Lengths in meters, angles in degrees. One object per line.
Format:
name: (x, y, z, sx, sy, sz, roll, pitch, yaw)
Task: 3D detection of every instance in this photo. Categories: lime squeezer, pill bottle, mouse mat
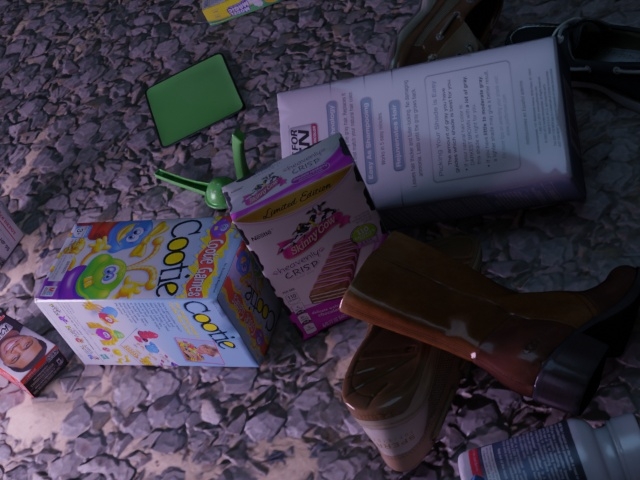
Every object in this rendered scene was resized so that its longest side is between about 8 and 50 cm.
lime squeezer: (-0.149, -0.084, 1.702, 0.310, 0.110, 0.059, -13, 52, 62)
pill bottle: (0.238, 0.237, 1.171, 0.180, 0.108, 0.108, -20, 43, 9)
mouse mat: (-0.211, -0.233, 1.943, 0.152, 0.007, 0.190, -26, 41, 2)

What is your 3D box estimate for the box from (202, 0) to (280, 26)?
box: (-0.121, -0.451, 2.085, 0.179, 0.043, 0.105, -19, 42, 13)

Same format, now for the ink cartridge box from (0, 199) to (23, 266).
ink cartridge box: (-0.531, -0.006, 1.812, 0.060, 0.104, 0.180, 6, 52, 32)

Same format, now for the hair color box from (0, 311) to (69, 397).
hair color box: (-0.423, 0.158, 1.641, 0.141, 0.043, 0.072, 22, 60, 39)

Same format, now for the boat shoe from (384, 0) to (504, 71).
boat shoe: (0.180, -0.269, 1.694, 0.116, 0.123, 0.324, 10, 60, 25)

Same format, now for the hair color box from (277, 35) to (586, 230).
hair color box: (0.139, -0.124, 1.521, 0.374, 0.113, 0.185, -9, 75, 19)

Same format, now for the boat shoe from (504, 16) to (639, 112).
boat shoe: (0.371, -0.260, 1.603, 0.302, 0.091, 0.114, 21, 61, 40)

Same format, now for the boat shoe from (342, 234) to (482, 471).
boat shoe: (0.117, 0.118, 1.354, 0.121, 0.110, 0.341, -7, 31, 30)

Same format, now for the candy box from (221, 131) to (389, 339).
candy box: (0.000, 0.000, 1.434, 0.159, 0.233, 0.071, -26, 42, 3)

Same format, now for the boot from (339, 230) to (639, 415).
boot: (0.197, 0.062, 1.290, 0.280, 0.096, 0.264, 23, 43, 23)

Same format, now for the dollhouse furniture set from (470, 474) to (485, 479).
dollhouse furniture set: (0.206, 0.405, 1.022, 0.286, 0.198, 0.303, 25, 34, -2)

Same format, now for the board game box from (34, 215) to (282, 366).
board game box: (-0.204, 0.068, 1.541, 0.275, 0.144, 0.142, -2, 48, 25)
